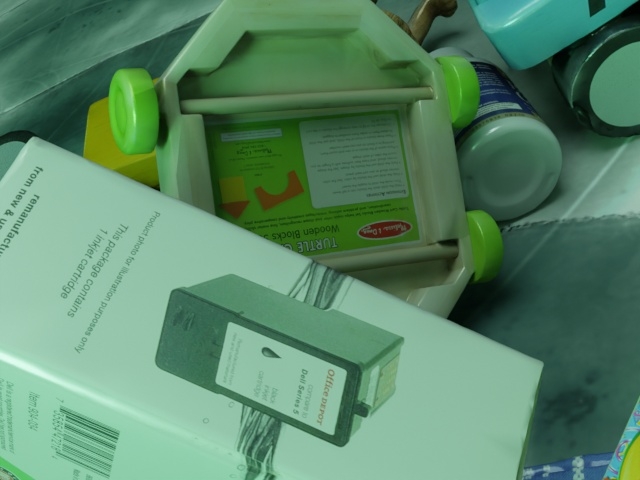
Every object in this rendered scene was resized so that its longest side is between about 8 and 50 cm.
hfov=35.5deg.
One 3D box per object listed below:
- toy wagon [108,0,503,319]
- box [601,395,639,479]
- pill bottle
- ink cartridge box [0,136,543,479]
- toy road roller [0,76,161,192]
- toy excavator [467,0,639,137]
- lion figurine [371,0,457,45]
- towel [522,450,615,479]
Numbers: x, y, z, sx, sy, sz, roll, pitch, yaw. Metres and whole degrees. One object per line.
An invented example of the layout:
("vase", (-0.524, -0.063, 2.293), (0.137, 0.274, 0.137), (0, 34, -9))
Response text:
("toy wagon", (0.000, 0.000, 0.703), (0.267, 0.345, 0.068), (-7, -3, -25))
("box", (0.300, 0.096, 0.427), (0.279, 0.177, 0.290), (16, 56, 33))
("pill bottle", (0.132, -0.100, 0.857), (0.094, 0.094, 0.169), (-27, 38, 5))
("ink cartridge box", (-0.053, 0.094, 0.520), (0.272, 0.198, 0.115), (24, 56, -1))
("toy road roller", (-0.132, 0.026, 0.821), (0.329, 0.202, 0.241), (-19, 53, 17))
("toy excavator", (0.139, -0.289, 0.785), (0.432, 0.445, 0.222), (-31, 36, 18))
("lion figurine", (-0.015, -0.199, 1.063), (0.240, 0.142, 0.392), (-53, 28, -15))
("towel", (0.047, 0.257, 0.569), (0.335, 0.040, 0.243), (-17, 42, 20))
